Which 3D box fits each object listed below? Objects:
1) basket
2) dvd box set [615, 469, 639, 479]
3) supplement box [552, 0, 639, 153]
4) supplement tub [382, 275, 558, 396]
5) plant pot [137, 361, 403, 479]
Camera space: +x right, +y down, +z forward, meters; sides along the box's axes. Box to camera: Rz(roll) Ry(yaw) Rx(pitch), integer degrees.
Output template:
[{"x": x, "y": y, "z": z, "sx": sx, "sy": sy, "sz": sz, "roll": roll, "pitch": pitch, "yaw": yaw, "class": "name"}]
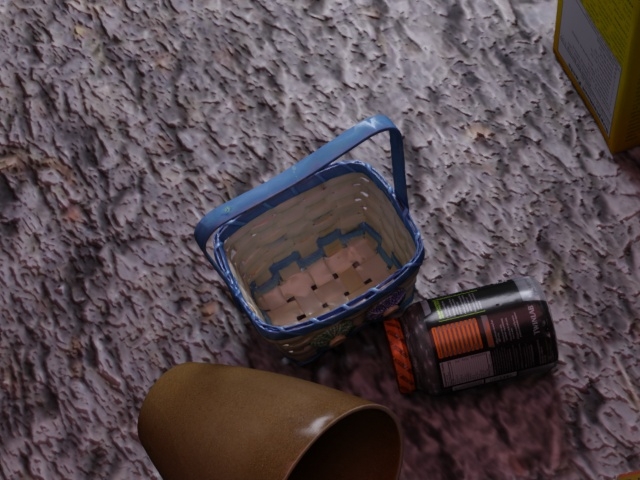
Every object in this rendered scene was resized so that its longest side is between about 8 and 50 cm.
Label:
[{"x": 0.000, "y": 0.000, "z": 1.465, "sx": 0.255, "sy": 0.289, "sz": 0.201, "roll": -30, "pitch": 53, "yaw": -6, "class": "basket"}, {"x": 0.483, "y": 0.418, "z": 1.257, "sx": 0.308, "sy": 0.062, "sz": 0.420, "roll": -15, "pitch": 62, "yaw": 21, "class": "dvd box set"}, {"x": 0.421, "y": -0.301, "z": 1.537, "sx": 0.195, "sy": 0.356, "sz": 0.194, "roll": -20, "pitch": 62, "yaw": -4, "class": "supplement box"}, {"x": 0.176, "y": 0.117, "z": 1.482, "sx": 0.191, "sy": 0.117, "sz": 0.117, "roll": -13, "pitch": 62, "yaw": 0, "class": "supplement tub"}, {"x": -0.077, "y": 0.238, "z": 1.405, "sx": 0.254, "sy": 0.237, "sz": 0.237, "roll": 26, "pitch": 67, "yaw": 34, "class": "plant pot"}]
